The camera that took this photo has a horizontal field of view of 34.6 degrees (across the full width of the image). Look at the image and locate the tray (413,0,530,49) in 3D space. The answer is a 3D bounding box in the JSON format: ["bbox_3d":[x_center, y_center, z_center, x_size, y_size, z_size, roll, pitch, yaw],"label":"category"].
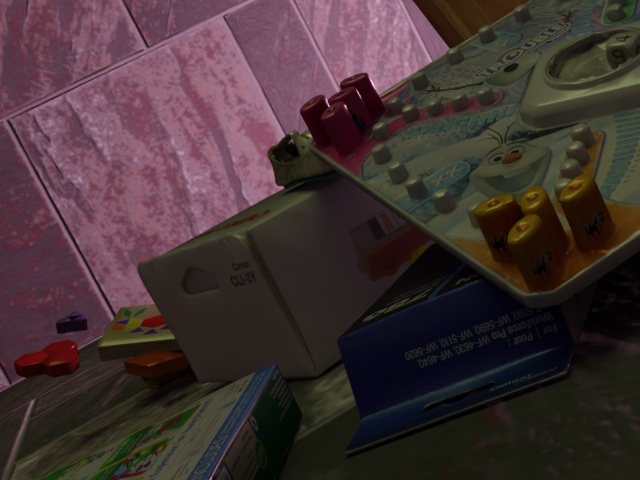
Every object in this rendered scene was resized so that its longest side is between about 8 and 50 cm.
[{"bbox_3d":[0.288,-0.282,1.376,0.203,0.411,0.076,-28,-26,-6],"label":"tray"}]

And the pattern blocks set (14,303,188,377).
[{"bbox_3d":[-0.196,0.113,1.327,0.325,0.026,0.285,-4,18,13],"label":"pattern blocks set"}]

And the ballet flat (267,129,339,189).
[{"bbox_3d":[-0.013,-0.083,0.988,0.057,0.052,0.168,-30,9,-24],"label":"ballet flat"}]

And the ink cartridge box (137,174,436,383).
[{"bbox_3d":[0.034,-0.003,1.128,0.385,0.160,0.279,-30,7,-31],"label":"ink cartridge box"}]

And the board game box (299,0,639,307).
[{"bbox_3d":[0.210,-0.140,0.783,0.390,0.050,0.390,-33,28,-8],"label":"board game box"}]

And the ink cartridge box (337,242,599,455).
[{"bbox_3d":[0.123,0.040,0.772,0.165,0.065,0.333,-25,6,24],"label":"ink cartridge box"}]

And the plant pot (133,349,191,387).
[{"bbox_3d":[-0.212,0.149,1.419,0.083,0.081,0.081,-24,3,-23],"label":"plant pot"}]

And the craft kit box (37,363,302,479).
[{"bbox_3d":[-0.145,0.191,0.716,0.247,0.061,0.250,-24,5,11],"label":"craft kit box"}]
